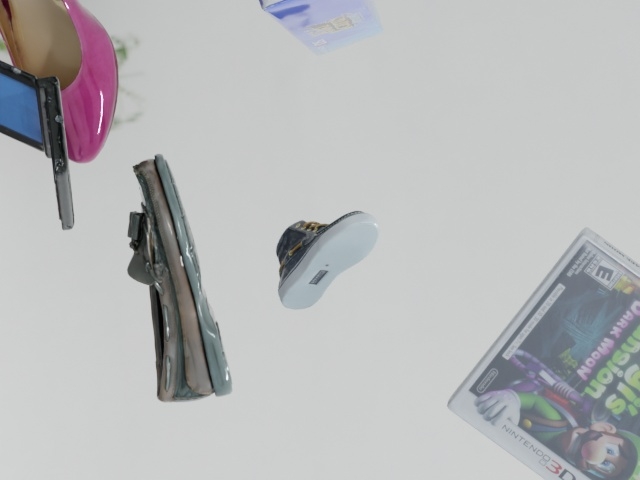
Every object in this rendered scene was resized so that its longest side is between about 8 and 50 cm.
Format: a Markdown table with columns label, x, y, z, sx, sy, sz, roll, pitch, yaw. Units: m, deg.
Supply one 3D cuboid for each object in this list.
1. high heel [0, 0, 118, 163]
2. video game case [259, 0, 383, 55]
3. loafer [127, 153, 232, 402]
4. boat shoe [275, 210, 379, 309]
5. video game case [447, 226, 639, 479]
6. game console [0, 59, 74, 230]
| label | x | y | z | sx | sy | sz | roll | pitch | yaw |
| --- | --- | --- | --- | --- | --- | --- | --- | --- | --- |
| high heel | -0.327 | -0.243 | 1.550 | 0.181 | 0.127 | 0.377 | -48 | 127 | -61 |
| video game case | -0.027 | -0.262 | 0.986 | 0.269 | 0.061 | 0.244 | -13 | 87 | -83 |
| loafer | -0.160 | 0.047 | 1.496 | 0.096 | 0.084 | 0.268 | -118 | -167 | -74 |
| boat shoe | 0.000 | 0.000 | 1.697 | 0.183 | 0.065 | 0.083 | -45 | -135 | 41 |
| video game case | 0.218 | 0.111 | 1.119 | 0.190 | 0.173 | 0.022 | -56 | 176 | 26 |
| game console | -0.221 | -0.072 | 1.056 | 0.122 | 0.071 | 0.107 | 107 | -25 | -68 |
